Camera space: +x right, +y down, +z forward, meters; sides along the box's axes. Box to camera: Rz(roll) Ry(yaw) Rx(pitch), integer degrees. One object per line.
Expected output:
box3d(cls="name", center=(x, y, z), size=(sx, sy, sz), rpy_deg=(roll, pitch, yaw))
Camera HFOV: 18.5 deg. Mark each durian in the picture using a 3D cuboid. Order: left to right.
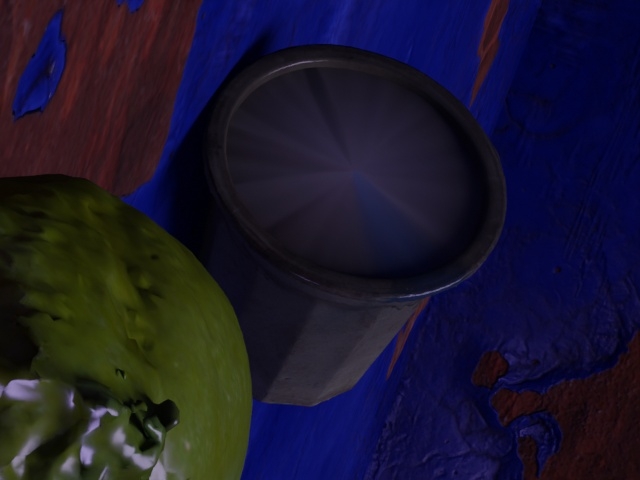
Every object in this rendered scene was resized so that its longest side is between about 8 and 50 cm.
box3d(cls="durian", center=(-0.139, 0.089, 0.875), size=(0.256, 0.204, 0.339), rpy_deg=(-63, 178, 18))

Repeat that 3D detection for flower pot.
box3d(cls="flower pot", center=(0.000, 0.000, 1.372), size=(0.212, 0.212, 0.202), rpy_deg=(-59, 178, -36))
